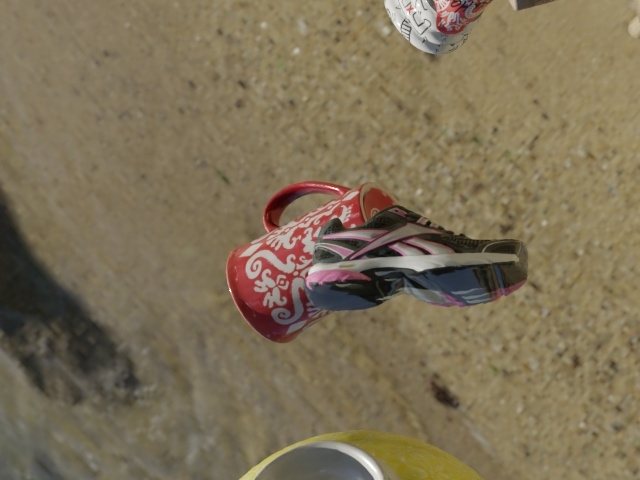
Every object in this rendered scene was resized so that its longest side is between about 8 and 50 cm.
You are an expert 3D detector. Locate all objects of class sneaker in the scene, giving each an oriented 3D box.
[{"bbox_3d":[0.075,0.005,1.081,0.178,0.077,0.072,-2,152,7],"label":"sneaker"},{"bbox_3d":[0.101,-0.289,1.203,0.090,0.270,0.145,9,140,-18],"label":"sneaker"}]

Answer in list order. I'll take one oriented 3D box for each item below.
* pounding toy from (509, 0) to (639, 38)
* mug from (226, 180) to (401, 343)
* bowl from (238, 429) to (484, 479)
[{"bbox_3d":[0.126,-0.170,0.717,0.181,0.094,0.206,75,179,-46],"label":"pounding toy"},{"bbox_3d":[-0.004,0.003,1.378,0.169,0.113,0.150,-30,81,30],"label":"mug"},{"bbox_3d":[0.014,0.244,1.034,0.289,0.289,0.156,19,145,35],"label":"bowl"}]
